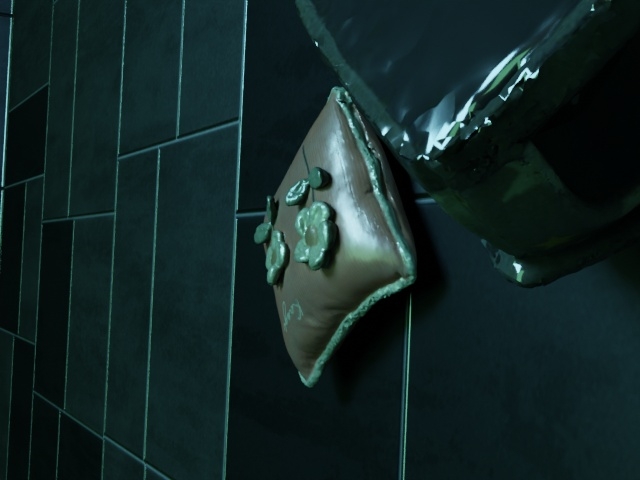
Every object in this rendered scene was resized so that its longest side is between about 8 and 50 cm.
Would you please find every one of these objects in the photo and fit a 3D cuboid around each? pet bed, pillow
[{"bbox_3d":[0.107,-0.098,0.482,0.183,0.159,0.211,-47,42,15],"label":"pet bed"},{"bbox_3d":[0.000,0.000,0.749,0.179,0.075,0.171,-57,40,47],"label":"pillow"}]
